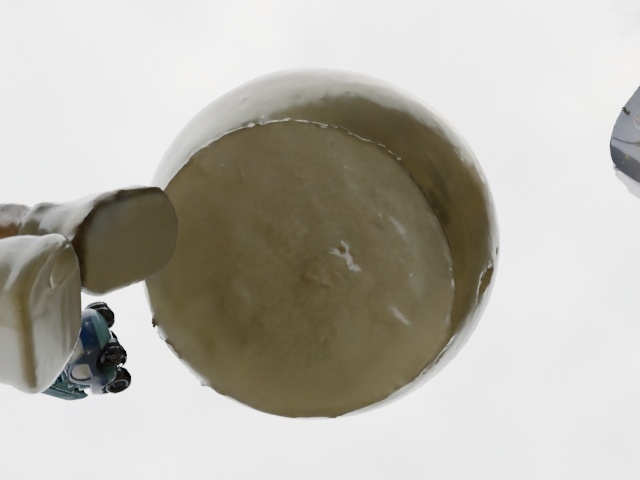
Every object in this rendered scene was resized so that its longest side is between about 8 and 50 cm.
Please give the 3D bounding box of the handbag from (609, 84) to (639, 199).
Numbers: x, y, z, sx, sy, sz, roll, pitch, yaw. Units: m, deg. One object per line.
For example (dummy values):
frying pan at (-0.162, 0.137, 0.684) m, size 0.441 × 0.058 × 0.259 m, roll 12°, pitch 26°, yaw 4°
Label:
handbag at (0.281, -0.055, 0.954) m, size 0.095 × 0.173 × 0.117 m, roll -5°, pitch -64°, yaw -25°

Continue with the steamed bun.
steamed bun at (0.000, 0.000, 1.187) m, size 0.324 × 0.206 × 0.324 m, roll 3°, pitch -74°, yaw 11°

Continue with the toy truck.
toy truck at (-0.194, 0.092, 1.005) m, size 0.090 × 0.056 × 0.073 m, roll -16°, pitch -38°, yaw -15°

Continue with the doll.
doll at (-0.310, -0.024, 0.885) m, size 0.348 × 0.423 × 0.161 m, roll -3°, pitch -71°, yaw -49°
